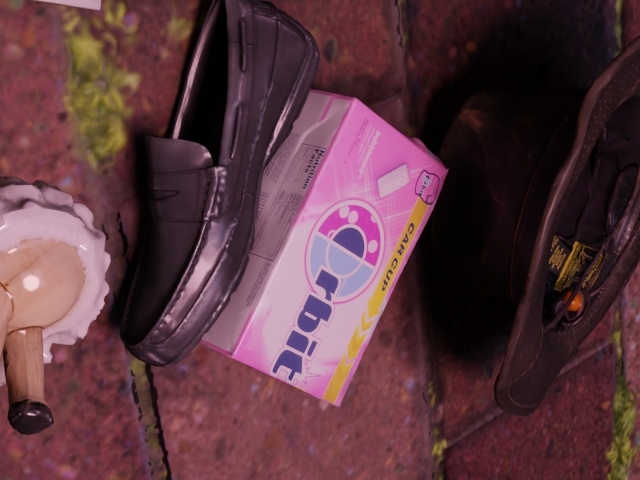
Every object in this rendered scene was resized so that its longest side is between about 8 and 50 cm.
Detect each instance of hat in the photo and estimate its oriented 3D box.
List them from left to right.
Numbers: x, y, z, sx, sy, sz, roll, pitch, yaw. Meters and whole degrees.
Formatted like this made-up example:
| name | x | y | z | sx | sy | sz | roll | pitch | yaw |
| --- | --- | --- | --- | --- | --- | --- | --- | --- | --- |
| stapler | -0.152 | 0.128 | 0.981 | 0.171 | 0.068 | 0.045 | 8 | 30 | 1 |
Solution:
| name | x | y | z | sx | sy | sz | roll | pitch | yaw |
| --- | --- | --- | --- | --- | --- | --- | --- | --- | --- |
| hat | 0.159 | -0.039 | 0.804 | 0.331 | 0.134 | 0.331 | -44 | 150 | -33 |

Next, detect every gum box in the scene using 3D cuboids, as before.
| name | x | y | z | sx | sy | sz | roll | pitch | yaw |
| --- | --- | --- | --- | --- | --- | --- | --- | --- | --- |
| gum box | 0.000 | 0.000 | 0.730 | 0.107 | 0.062 | 0.188 | 31 | 81 | -43 |

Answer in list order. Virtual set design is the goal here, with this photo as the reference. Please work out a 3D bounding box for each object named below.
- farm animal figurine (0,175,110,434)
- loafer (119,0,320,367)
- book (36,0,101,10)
| name | x | y | z | sx | sy | sz | roll | pitch | yaw |
| --- | --- | --- | --- | --- | --- | --- | --- | --- | --- |
| farm animal figurine | -0.291 | -0.001 | 0.387 | 0.327 | 0.172 | 0.330 | -32 | 135 | 20 |
| loafer | -0.073 | -0.038 | 0.649 | 0.078 | 0.076 | 0.223 | 26 | 81 | -38 |
| book | -0.137 | -0.162 | 0.526 | 0.144 | 0.035 | 0.096 | -32 | 131 | -76 |
